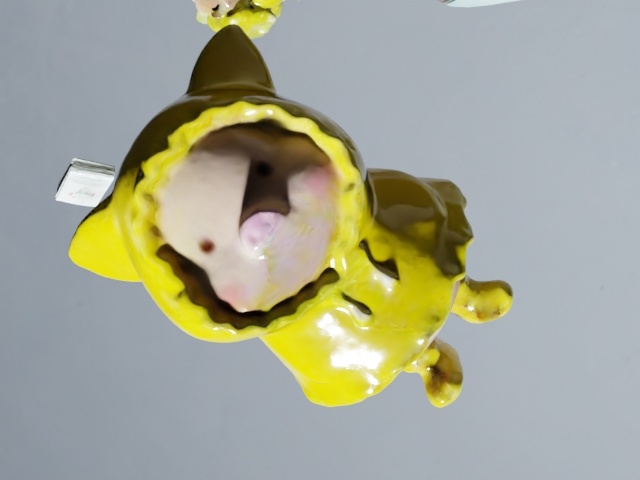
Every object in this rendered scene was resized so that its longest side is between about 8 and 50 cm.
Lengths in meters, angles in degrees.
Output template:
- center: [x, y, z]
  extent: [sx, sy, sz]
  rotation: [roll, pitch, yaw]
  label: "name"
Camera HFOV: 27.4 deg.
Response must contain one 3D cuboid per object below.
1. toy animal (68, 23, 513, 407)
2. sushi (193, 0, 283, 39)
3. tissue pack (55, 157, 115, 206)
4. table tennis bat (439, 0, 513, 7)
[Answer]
- center: [-0.003, 0.004, 0.700]
  extent: [0.230, 0.156, 0.156]
  rotation: [34, 120, -22]
  label: "toy animal"
- center: [-0.068, -0.428, 1.575]
  extent: [0.328, 0.328, 0.285]
  rotation: [-35, 100, 15]
  label: "sushi"
- center: [-0.294, -0.071, 1.635]
  extent: [0.056, 0.108, 0.023]
  rotation: [11, 69, -17]
  label: "tissue pack"
- center: [0.268, -0.321, 1.498]
  extent: [0.301, 0.173, 0.022]
  rotation: [-11, 74, -15]
  label: "table tennis bat"
